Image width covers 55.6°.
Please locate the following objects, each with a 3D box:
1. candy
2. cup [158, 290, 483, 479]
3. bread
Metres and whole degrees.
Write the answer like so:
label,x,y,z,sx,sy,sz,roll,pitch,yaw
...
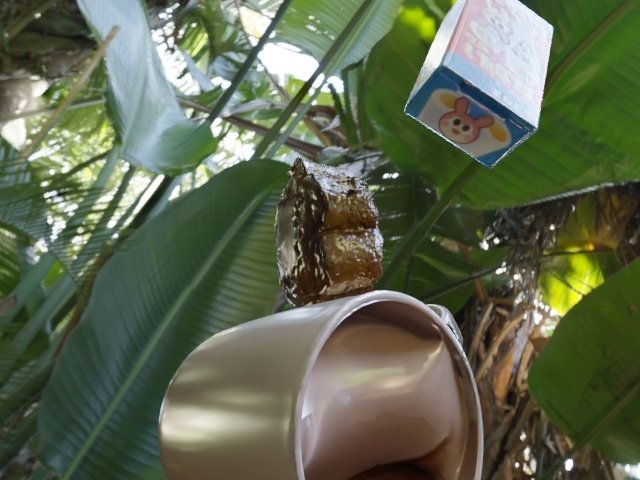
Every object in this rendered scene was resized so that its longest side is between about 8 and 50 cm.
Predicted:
label,x,y,z,sx,sy,sz,roll,pitch,yaw
candy,0.245,-0.260,0.905,0.157,0.305,0.100,32,-42,-8
cup,0.008,0.133,0.500,0.201,0.253,0.191,-16,-73,47
bread,0.004,-0.001,0.915,0.135,0.246,0.232,-2,-31,-16
